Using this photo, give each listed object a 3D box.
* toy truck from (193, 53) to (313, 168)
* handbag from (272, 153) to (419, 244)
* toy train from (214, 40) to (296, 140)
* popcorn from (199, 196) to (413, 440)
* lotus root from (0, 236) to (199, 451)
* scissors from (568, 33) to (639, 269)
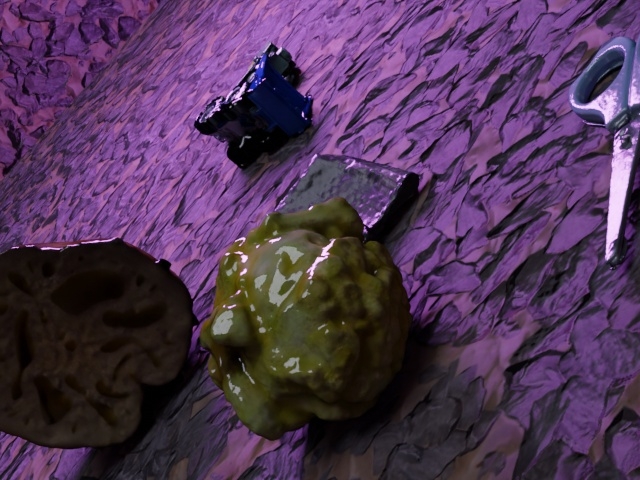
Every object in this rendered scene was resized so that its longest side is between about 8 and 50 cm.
[{"bbox_3d":[-0.100,-0.218,1.972,0.208,0.113,0.126,-21,35,48],"label":"toy truck"},{"bbox_3d":[0.000,0.000,1.499,0.270,0.089,0.175,-50,30,-2],"label":"handbag"},{"bbox_3d":[-0.123,-0.263,2.137,0.200,0.083,0.132,-47,12,6],"label":"toy train"},{"bbox_3d":[-0.015,0.079,1.250,0.256,0.195,0.254,27,83,48],"label":"popcorn"},{"bbox_3d":[-0.314,0.141,1.673,0.316,0.316,0.250,-51,4,-3],"label":"lotus root"},{"bbox_3d":[0.302,-0.104,1.158,0.191,0.029,0.360,-33,29,43],"label":"scissors"}]
